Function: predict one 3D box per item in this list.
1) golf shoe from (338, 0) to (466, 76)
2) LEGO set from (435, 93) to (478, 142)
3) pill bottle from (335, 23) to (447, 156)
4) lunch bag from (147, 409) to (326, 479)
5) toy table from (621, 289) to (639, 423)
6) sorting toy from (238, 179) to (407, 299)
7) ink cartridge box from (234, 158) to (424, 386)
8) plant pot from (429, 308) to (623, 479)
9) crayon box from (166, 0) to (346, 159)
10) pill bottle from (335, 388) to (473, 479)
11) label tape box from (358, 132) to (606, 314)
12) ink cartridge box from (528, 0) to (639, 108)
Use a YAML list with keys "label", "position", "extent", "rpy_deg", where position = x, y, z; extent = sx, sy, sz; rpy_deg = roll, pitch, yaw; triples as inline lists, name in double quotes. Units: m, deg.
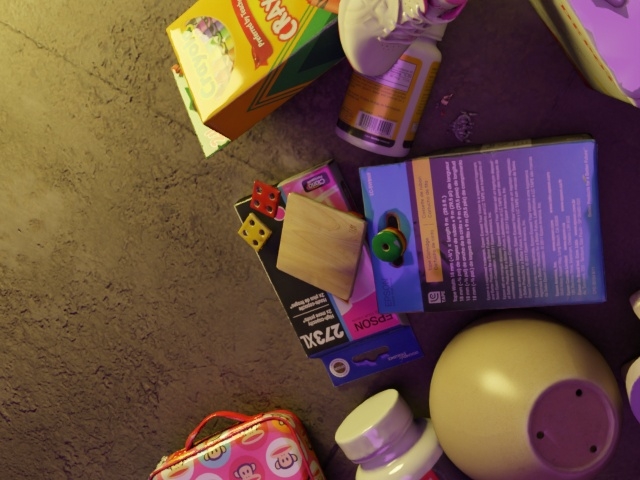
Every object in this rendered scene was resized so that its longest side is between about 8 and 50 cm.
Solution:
- label: "golf shoe"
  position: [0.105, -0.291, 0.866]
  extent: [0.115, 0.140, 0.306]
  rpy_deg: [-8, 150, -22]
- label: "LEGO set"
  position: [0.207, -0.182, 1.114]
  extent: [0.083, 0.023, 0.054]
  rpy_deg: [39, 110, 0]
- label: "pill bottle"
  position: [0.106, -0.237, 1.071]
  extent: [0.119, 0.119, 0.209]
  rpy_deg: [21, 109, 6]
- label: "lunch bag"
  position: [-0.147, 0.425, 1.273]
  extent: [0.293, 0.120, 0.258]
  rpy_deg: [-24, 84, 3]
- label: "toy table"
  position: [0.543, 0.185, 1.035]
  extent: [0.252, 0.161, 0.274]
  rpy_deg: [-32, 118, 32]
- label: "sorting toy"
  position: [0.000, 0.000, 1.122]
  extent: [0.274, 0.046, 0.132]
  rpy_deg: [23, 119, 23]
- label: "ink cartridge box"
  position: [0.018, 0.068, 1.209]
  extent: [0.175, 0.069, 0.371]
  rpy_deg: [-22, 102, 17]
- label: "plant pot"
  position: [0.321, 0.250, 1.066]
  extent: [0.284, 0.191, 0.284]
  rpy_deg: [0, 90, -8]
- label: "crayon box"
  position: [-0.099, -0.290, 1.074]
  extent: [0.318, 0.081, 0.202]
  rpy_deg: [-35, 62, 19]
- label: "pill bottle"
  position: [0.170, 0.407, 1.206]
  extent: [0.176, 0.176, 0.318]
  rpy_deg: [-36, 95, 19]
- label: "label tape box"
  position: [0.244, -0.023, 1.107]
  extent: [0.333, 0.106, 0.241]
  rpy_deg: [-4, 104, 16]
- label: "ink cartridge box"
  position: [0.332, -0.321, 0.855]
  extent: [0.160, 0.385, 0.279]
  rpy_deg: [-33, 96, 19]
